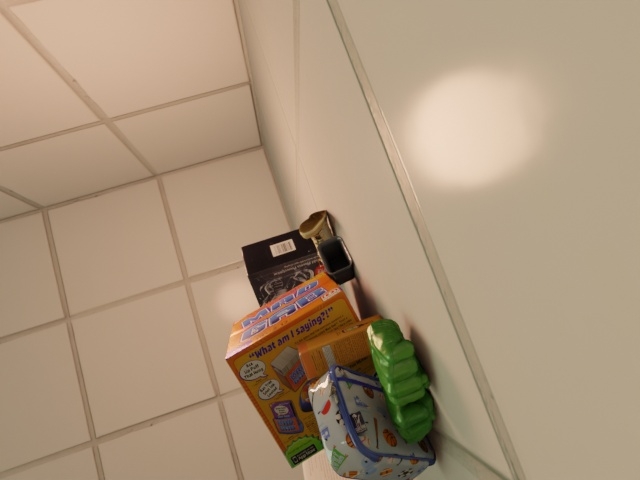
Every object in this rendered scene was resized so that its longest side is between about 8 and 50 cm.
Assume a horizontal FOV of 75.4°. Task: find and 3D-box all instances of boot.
[{"bbox_3d":[0.000,0.000,1.381,0.213,0.077,0.165,-57,-48,-68],"label":"boot"}]

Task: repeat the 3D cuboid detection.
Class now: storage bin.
[{"bbox_3d":[0.049,0.072,1.295,0.091,0.098,0.135,64,-179,-46],"label":"storage bin"}]

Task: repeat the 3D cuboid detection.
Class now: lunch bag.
[{"bbox_3d":[0.114,0.412,0.953,0.303,0.115,0.243,31,-157,-34],"label":"lunch bag"}]

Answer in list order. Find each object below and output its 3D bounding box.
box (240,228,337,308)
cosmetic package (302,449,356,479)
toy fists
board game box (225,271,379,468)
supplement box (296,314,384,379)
[{"bbox_3d":[-0.120,0.140,1.745,0.179,0.343,0.312,-115,10,-46],"label":"box"},{"bbox_3d":[0.153,1.173,1.906,0.327,0.393,0.329,-113,7,-67],"label":"cosmetic package"},{"bbox_3d":[0.171,0.297,0.850,0.142,0.096,0.279,-101,-5,-60],"label":"toy fists"},{"bbox_3d":[-0.033,0.356,1.262,0.356,0.356,0.356,61,175,-8],"label":"board game box"},{"bbox_3d":[0.062,0.266,1.050,0.078,0.233,0.080,-155,44,-81],"label":"supplement box"}]
